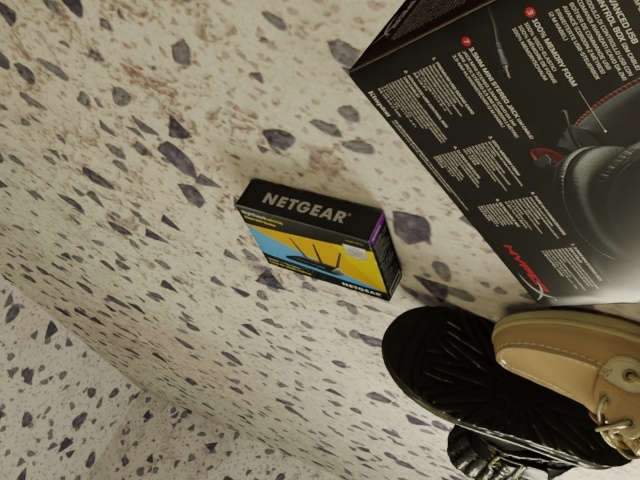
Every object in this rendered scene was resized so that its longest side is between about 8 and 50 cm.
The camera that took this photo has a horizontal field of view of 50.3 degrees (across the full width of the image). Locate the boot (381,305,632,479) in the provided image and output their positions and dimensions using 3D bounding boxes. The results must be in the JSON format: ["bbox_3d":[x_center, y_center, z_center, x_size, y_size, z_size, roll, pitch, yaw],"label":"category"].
[{"bbox_3d":[0.216,0.232,0.929,0.348,0.131,0.260,28,155,1],"label":"boot"}]

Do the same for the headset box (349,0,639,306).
[{"bbox_3d":[0.192,-0.077,0.337,0.218,0.110,0.293,46,151,-21],"label":"headset box"}]

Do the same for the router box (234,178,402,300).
[{"bbox_3d":[0.000,0.000,0.817,0.179,0.046,0.133,15,152,27],"label":"router box"}]

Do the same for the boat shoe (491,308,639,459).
[{"bbox_3d":[0.334,0.163,0.701,0.341,0.110,0.121,13,151,30],"label":"boat shoe"}]
